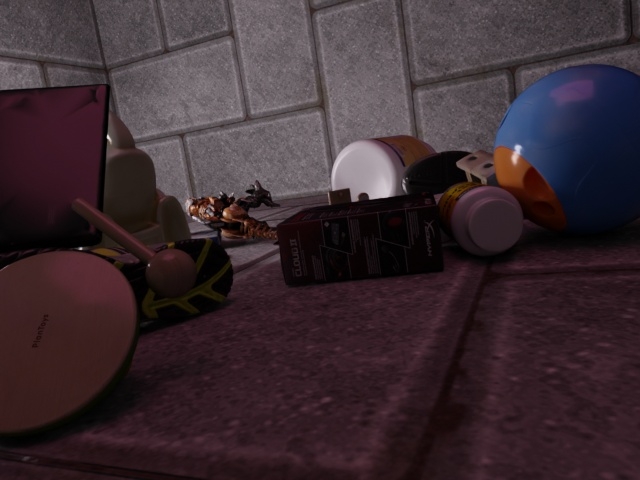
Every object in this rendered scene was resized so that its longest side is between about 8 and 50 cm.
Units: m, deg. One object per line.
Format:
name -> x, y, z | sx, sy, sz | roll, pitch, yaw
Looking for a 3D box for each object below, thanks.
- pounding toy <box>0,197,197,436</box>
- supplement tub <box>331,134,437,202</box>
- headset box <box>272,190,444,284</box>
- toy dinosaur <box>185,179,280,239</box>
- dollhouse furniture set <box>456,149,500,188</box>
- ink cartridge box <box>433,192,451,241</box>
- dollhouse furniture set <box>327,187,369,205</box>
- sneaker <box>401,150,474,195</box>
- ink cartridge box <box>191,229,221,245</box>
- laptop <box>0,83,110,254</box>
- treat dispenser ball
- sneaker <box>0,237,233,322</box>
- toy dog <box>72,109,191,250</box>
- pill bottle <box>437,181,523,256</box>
pounding toy -> -0.251, 0.095, 0.533 | 0.182, 0.110, 0.237 | 24, 59, 16
supplement tub -> 0.214, -0.198, 1.570 | 0.240, 0.241, 0.331 | -2, 11, 37
headset box -> 0.064, -0.008, 0.917 | 0.292, 0.110, 0.218 | -7, 9, 12
toy dinosaur -> -0.235, -0.055, 1.461 | 0.322, 0.164, 0.218 | 41, 33, 18
dollhouse furniture set -> 0.417, -0.141, 1.103 | 0.183, 0.129, 0.129 | -28, 28, -3
ink cartridge box -> 0.244, -0.048, 1.063 | 0.143, 0.090, 0.092 | -10, 9, -14
dollhouse furniture set -> 0.119, -0.063, 1.175 | 0.144, 0.123, 0.151 | -12, 9, -21
sneaker -> 0.415, -0.139, 1.389 | 0.446, 0.169, 0.257 | -2, -1, -7
ink cartridge box -> -0.403, 0.007, 1.497 | 0.223, 0.046, 0.224 | -10, 9, -10
laptop -> -0.588, -0.070, 0.972 | 0.407, 0.382, 0.236 | -7, -32, -9
treat dispenser ball -> 0.449, -0.153, 0.884 | 0.287, 0.289, 0.288 | -9, 9, 1
sneaker -> -0.317, 0.080, 0.727 | 0.384, 0.145, 0.147 | -3, -5, -41
toy dog -> -0.552, -0.072, 1.106 | 0.407, 0.396, 0.284 | 3, 25, 28
pill bottle -> 0.275, -0.040, 0.889 | 0.117, 0.118, 0.215 | -8, 9, 4
